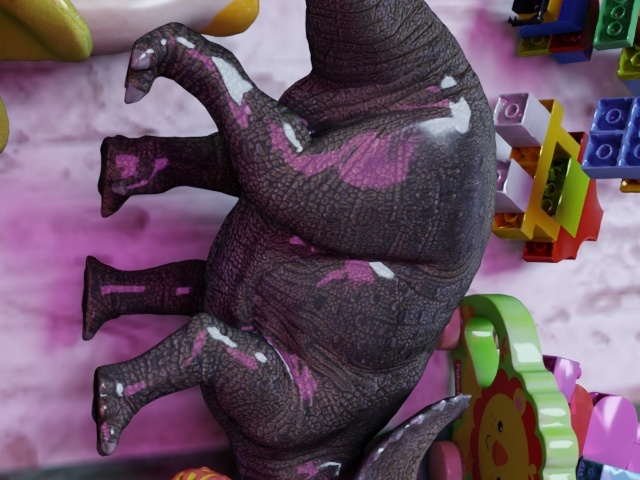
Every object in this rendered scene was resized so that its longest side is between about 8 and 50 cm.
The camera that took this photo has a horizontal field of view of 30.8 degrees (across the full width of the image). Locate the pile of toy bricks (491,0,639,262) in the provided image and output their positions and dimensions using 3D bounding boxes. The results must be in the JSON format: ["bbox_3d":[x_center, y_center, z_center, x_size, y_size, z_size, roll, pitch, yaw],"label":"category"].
[{"bbox_3d":[0.154,-0.085,0.506,0.105,0.118,0.212,35,65,-44],"label":"pile of toy bricks"}]

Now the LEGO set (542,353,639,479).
[{"bbox_3d":[0.124,0.171,0.479,0.093,0.087,0.227,16,83,-14],"label":"LEGO set"}]

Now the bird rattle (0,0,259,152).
[{"bbox_3d":[-0.123,-0.155,0.439,0.207,0.143,0.253,-3,74,-27],"label":"bird rattle"}]

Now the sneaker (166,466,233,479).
[{"bbox_3d":[-0.039,0.142,0.379,0.067,0.064,0.175,6,127,18],"label":"sneaker"}]

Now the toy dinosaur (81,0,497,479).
[{"bbox_3d":[0.000,0.000,0.427,0.160,0.121,0.313,5,103,-17],"label":"toy dinosaur"}]

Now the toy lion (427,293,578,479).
[{"bbox_3d":[0.074,0.071,0.466,0.034,0.096,0.100,1,86,-16],"label":"toy lion"}]
